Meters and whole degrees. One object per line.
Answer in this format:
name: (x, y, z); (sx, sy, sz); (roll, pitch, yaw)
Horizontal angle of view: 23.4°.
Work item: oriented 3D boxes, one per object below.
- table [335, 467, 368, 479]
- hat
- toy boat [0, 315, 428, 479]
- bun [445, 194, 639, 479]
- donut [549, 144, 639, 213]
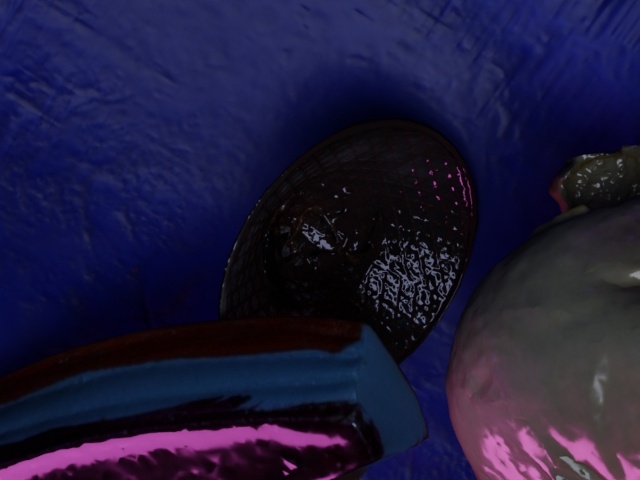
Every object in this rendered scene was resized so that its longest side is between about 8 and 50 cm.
table: (-0.020, 0.137, 1.006); (0.070, 0.082, 0.083); (35, 109, -10)
hat: (0.000, 0.000, 0.960); (0.193, 0.082, 0.193); (-19, 126, -28)
toy boat: (-0.123, 0.127, 0.941); (0.392, 0.079, 0.136); (-14, 117, 31)
bun: (0.242, 0.107, 0.848); (0.361, 0.213, 0.361); (-4, 147, -3)
donut: (0.217, -0.029, 0.911); (0.166, 0.108, 0.065); (-9, 89, 3)
